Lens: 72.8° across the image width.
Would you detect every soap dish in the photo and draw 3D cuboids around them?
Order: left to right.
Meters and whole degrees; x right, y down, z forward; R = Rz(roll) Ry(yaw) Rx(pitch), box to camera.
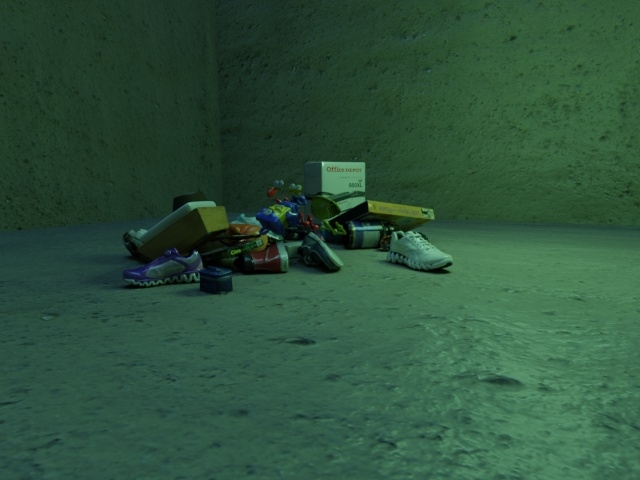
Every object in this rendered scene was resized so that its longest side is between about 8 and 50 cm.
[{"bbox_3d":[-0.436,-0.027,1.437,0.229,0.118,0.291,-34,2,6],"label":"soap dish"}]

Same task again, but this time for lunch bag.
[{"bbox_3d":[-0.289,0.104,1.193,0.098,0.065,0.067,6,10,39],"label":"lunch bag"}]

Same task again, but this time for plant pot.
[{"bbox_3d":[-0.484,-0.065,1.679,0.215,0.230,0.215,-15,5,1],"label":"plant pot"}]

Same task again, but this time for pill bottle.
[{"bbox_3d":[0.213,-0.028,1.930,0.219,0.123,0.123,-3,8,-15],"label":"pill bottle"}]

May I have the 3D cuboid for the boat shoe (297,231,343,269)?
[{"bbox_3d":[-0.009,0.056,1.545,0.099,0.116,0.319,-44,21,-1],"label":"boat shoe"}]

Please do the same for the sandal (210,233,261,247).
[{"bbox_3d":[-0.283,0.002,1.472,0.179,0.040,0.067,-4,2,-35],"label":"sandal"}]

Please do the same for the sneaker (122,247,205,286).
[{"bbox_3d":[-0.458,0.075,1.283,0.236,0.104,0.095,-5,10,-23],"label":"sneaker"}]

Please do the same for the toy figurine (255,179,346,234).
[{"bbox_3d":[-0.114,-0.064,1.566,0.362,0.191,0.217,20,50,41],"label":"toy figurine"}]

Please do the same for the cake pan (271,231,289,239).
[{"bbox_3d":[-0.298,-0.028,2.120,0.293,0.054,0.293,4,12,-1],"label":"cake pan"}]

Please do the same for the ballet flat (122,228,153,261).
[{"bbox_3d":[-0.673,0.008,1.659,0.342,0.124,0.116,8,55,49],"label":"ballet flat"}]

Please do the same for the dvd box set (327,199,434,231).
[{"bbox_3d":[0.289,-0.094,2.075,0.420,0.062,0.307,4,-18,-35],"label":"dvd box set"}]

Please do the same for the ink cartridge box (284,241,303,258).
[{"bbox_3d":[-0.096,0.036,1.734,0.122,0.052,0.088,-3,8,-30],"label":"ink cartridge box"}]

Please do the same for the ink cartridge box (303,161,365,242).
[{"bbox_3d":[0.073,-0.200,2.201,0.285,0.395,0.166,-7,9,-36],"label":"ink cartridge box"}]

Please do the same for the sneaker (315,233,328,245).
[{"bbox_3d":[0.000,0.000,1.985,0.047,0.057,0.119,-2,9,-24],"label":"sneaker"}]

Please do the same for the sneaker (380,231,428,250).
[{"bbox_3d":[0.357,0.003,1.867,0.221,0.083,0.087,1,1,-9],"label":"sneaker"}]

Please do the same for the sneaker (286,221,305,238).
[{"bbox_3d":[-0.156,-0.061,2.301,0.226,0.086,0.163,15,24,41],"label":"sneaker"}]

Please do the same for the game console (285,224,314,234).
[{"bbox_3d":[-0.210,-0.059,2.073,0.361,0.044,0.213,9,14,24],"label":"game console"}]

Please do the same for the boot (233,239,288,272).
[{"bbox_3d":[-0.211,0.054,1.503,0.176,0.088,0.244,-3,11,-9],"label":"boot"}]

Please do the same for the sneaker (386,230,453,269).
[{"bbox_3d":[0.334,0.033,1.500,0.110,0.118,0.292,-3,9,-31],"label":"sneaker"}]

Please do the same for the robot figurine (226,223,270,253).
[{"bbox_3d":[-0.309,-0.006,1.782,0.219,0.158,0.128,5,27,36],"label":"robot figurine"}]

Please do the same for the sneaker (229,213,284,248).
[{"bbox_3d":[-0.275,-0.054,1.918,0.283,0.110,0.122,18,57,23],"label":"sneaker"}]

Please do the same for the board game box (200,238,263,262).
[{"bbox_3d":[-0.320,0.038,1.532,0.136,0.030,0.259,-19,5,-37],"label":"board game box"}]
